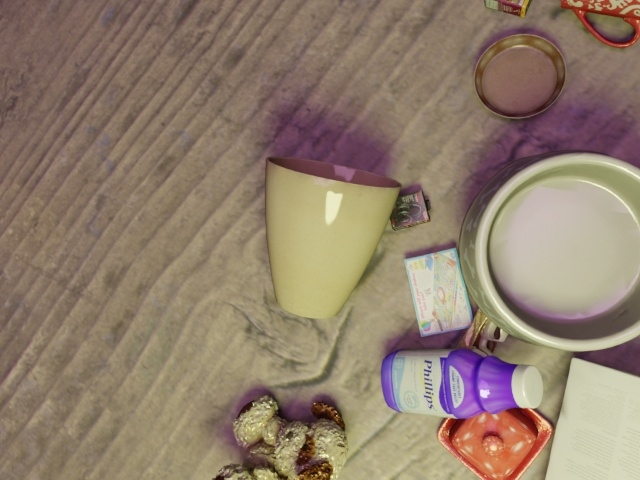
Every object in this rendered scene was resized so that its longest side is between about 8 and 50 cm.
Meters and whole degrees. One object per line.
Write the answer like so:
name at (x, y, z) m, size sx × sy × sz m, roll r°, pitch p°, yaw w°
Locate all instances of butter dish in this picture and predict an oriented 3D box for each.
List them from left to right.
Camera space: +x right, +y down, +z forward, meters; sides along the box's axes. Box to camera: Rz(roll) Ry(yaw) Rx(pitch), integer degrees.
butter dish at (0.303, 0.348, 0.977) m, size 0.160 × 0.118 × 0.160 m, roll 38°, pitch 96°, yaw 18°

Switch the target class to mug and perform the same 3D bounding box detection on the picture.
mug at (0.529, -0.443, 1.006) m, size 0.169 × 0.113 × 0.150 m, roll 18°, pitch 87°, yaw 22°

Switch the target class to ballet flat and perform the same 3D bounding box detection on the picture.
ballet flat at (0.298, 0.181, 1.009) m, size 0.073 × 0.067 × 0.206 m, roll 15°, pitch 100°, yaw -25°

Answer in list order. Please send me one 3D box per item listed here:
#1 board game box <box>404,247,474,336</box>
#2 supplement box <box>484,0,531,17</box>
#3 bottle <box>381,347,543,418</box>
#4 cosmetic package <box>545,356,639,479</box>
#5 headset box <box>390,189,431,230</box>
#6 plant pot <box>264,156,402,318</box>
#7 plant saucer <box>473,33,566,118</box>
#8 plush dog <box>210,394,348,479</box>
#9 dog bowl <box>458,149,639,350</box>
board game box at (0.230, 0.101, 1.077) m, size 0.103 × 0.026 × 0.154 m, roll -14°, pitch 80°, yaw 15°
supplement box at (0.372, -0.481, 1.092) m, size 0.083 × 0.043 × 0.055 m, roll 25°, pitch 92°, yaw 18°
bottle at (0.235, 0.247, 0.963) m, size 0.283 × 0.092 × 0.118 m, roll -11°, pitch 81°, yaw 46°
cosmetic package at (0.525, 0.362, 0.808) m, size 0.377 × 0.097 × 0.284 m, roll 11°, pitch 84°, yaw 59°
headset box at (0.178, -0.060, 1.109) m, size 0.083 × 0.032 × 0.062 m, roll -15°, pitch 79°, yaw 17°
plant pot at (0.000, 0.000, 1.065) m, size 0.257 × 0.256 × 0.274 m, roll 16°, pitch 104°, yaw 18°
plant saucer at (0.384, -0.314, 1.077) m, size 0.168 × 0.029 × 0.168 m, roll -2°, pitch 83°, yaw 18°
plush dog at (-0.049, 0.420, 1.047) m, size 0.225 × 0.262 × 0.210 m, roll -28°, pitch 110°, yaw 22°
dog bowl at (0.404, 0.017, 0.897) m, size 0.349 × 0.102 × 0.348 m, roll 0°, pitch 91°, yaw 11°
